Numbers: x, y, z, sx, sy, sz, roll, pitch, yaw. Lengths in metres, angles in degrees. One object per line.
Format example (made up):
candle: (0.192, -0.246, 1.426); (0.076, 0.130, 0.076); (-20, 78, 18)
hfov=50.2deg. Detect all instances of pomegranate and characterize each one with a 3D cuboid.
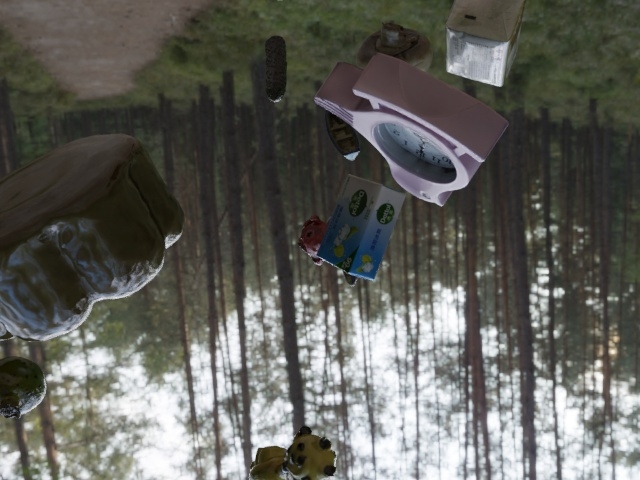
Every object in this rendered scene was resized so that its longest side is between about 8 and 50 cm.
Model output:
pomegranate: (-0.625, 0.300, 1.387); (0.130, 0.130, 0.130); (-3, -169, 1)

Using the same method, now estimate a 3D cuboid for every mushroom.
mushroom: (0.215, -0.547, 1.996); (0.226, 0.178, 0.226); (-2, -130, 3)

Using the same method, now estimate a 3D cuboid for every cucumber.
cucumber: (-0.139, -0.526, 2.129); (0.072, 0.072, 0.300); (-3, -126, 1)

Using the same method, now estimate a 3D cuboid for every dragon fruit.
dragon fruit: (-0.004, -0.002, 1.733); (0.112, 0.126, 0.068); (-21, 163, 13)

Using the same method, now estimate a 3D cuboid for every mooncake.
mooncake: (-0.511, -0.007, 1.353); (0.467, 0.262, 0.467); (-19, -153, 10)

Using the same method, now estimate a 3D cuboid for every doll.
doll: (-0.052, 0.393, 1.168); (0.086, 0.117, 0.291); (9, 152, -25)

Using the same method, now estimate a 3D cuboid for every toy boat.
toy boat: (0.060, -0.332, 2.091); (0.080, 0.046, 0.229); (-19, -127, -6)

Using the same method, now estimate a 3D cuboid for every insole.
insole: (0.054, 0.028, 1.805); (0.004, 0.197, 0.065); (-7, 161, -39)

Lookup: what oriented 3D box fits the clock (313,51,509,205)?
clock: (0.128, -0.182, 1.111); (0.290, 0.080, 0.275); (32, 167, 8)

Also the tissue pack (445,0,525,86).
tissue pack: (0.265, -0.333, 1.109); (0.106, 0.099, 0.148); (20, 171, 14)

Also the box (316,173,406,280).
box: (0.084, -0.030, 1.444); (0.073, 0.194, 0.139); (19, -176, -32)
